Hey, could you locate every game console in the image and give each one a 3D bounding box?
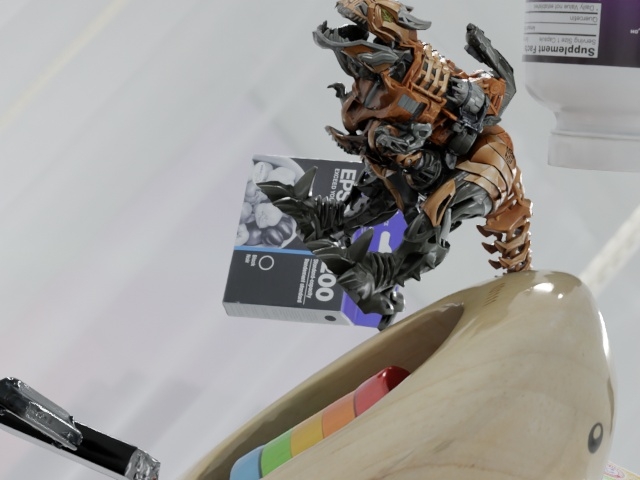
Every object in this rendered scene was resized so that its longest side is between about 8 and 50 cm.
[{"bbox_3d":[-0.314,0.192,1.940,0.213,0.044,0.361,20,-14,19],"label":"game console"}]

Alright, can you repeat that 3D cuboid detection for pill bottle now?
[{"bbox_3d":[0.272,-0.224,1.572,0.181,0.182,0.322,12,-79,58],"label":"pill bottle"}]

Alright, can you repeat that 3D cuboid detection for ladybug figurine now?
[{"bbox_3d":[0.034,0.189,1.296,0.162,0.449,0.305,53,25,-8],"label":"ladybug figurine"}]

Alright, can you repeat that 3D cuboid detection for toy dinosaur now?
[{"bbox_3d":[0.086,-0.048,1.426,0.322,0.218,0.164,51,-2,-12],"label":"toy dinosaur"}]

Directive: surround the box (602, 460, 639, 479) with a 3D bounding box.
[{"bbox_3d":[0.312,0.333,2.042,0.114,0.103,0.203,26,19,22],"label":"box"}]

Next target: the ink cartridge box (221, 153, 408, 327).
[{"bbox_3d":[0.000,0.000,2.164,0.208,0.206,0.045,5,-24,13],"label":"ink cartridge box"}]
